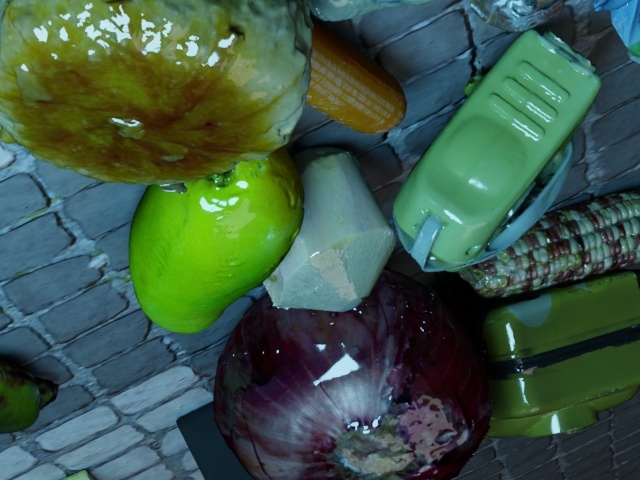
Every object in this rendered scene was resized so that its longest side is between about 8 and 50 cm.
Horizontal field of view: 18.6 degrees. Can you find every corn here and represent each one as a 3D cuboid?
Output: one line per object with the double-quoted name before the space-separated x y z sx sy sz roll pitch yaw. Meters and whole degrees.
"corn" 0.240 0.005 1.893 0.237 0.079 0.079 -16 156 -22

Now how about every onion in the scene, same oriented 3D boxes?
"onion" 0.031 0.127 1.769 0.252 0.219 0.252 0 119 1

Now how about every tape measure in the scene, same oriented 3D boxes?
"tape measure" 0.134 -0.054 1.540 0.200 0.106 0.175 -54 172 -6

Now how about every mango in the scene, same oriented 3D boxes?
"mango" -0.078 -0.007 1.445 0.125 0.111 0.233 -12 153 -18

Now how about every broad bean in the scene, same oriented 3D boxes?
"broad bean" -0.303 0.121 1.545 0.077 0.061 0.339 -24 162 28

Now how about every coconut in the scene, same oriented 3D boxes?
"coconut" 0.000 0.000 1.530 0.116 0.122 0.116 -23 159 -9

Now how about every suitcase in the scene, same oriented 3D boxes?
"suitcase" 0.225 0.113 1.950 0.235 0.143 0.194 -14 -177 -29

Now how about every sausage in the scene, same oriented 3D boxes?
"sausage" -0.017 -0.127 1.315 0.053 0.053 0.348 -32 158 14

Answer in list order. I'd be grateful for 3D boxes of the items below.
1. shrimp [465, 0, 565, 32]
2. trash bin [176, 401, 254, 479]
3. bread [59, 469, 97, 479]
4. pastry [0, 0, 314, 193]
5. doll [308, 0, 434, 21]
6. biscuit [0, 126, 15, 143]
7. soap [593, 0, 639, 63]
"shrimp" 0.197 -0.220 1.320 0.233 0.079 0.090 -31 164 -3
"trash bin" -0.010 0.190 1.987 0.225 0.115 0.165 -30 158 -1
"bread" -0.257 0.287 1.957 0.109 0.080 0.084 -27 157 -6
"pastry" -0.105 -0.102 1.141 0.192 0.093 0.182 12 148 -18
"doll" 0.089 -0.196 1.249 0.214 0.071 0.103 -30 158 19
"biscuit" -0.164 -0.094 1.270 0.081 0.018 0.083 -15 157 -29
"soap" 0.347 -0.131 1.455 0.077 0.293 0.156 -60 -175 -9
